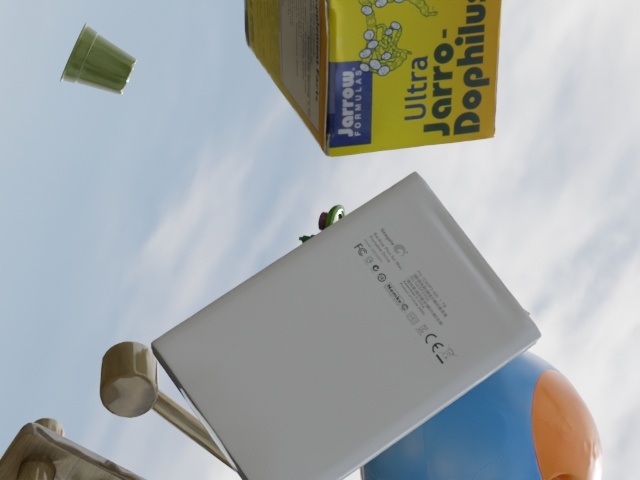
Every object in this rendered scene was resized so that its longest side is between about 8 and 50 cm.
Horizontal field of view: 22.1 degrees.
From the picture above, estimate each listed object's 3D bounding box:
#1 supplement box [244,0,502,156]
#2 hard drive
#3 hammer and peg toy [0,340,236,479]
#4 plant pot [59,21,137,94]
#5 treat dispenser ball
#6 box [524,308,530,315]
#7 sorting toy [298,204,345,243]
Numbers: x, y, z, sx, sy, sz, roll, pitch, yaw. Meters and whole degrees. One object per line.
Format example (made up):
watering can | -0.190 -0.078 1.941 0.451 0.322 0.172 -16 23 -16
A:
supplement box | 0.048 -0.256 1.829 0.356 0.195 0.194 -122 -152 -59
hard drive | 0.026 0.096 1.537 0.307 0.203 0.040 -33 167 -15
hammer and peg toy | -0.218 0.298 1.677 0.361 0.266 0.127 -53 -163 22
plant pot | -0.279 -0.224 2.090 0.083 0.079 0.083 -157 -90 -83
treat dispenser ball | 0.188 0.262 1.945 0.288 0.288 0.288 -163 -90 -71
box | 0.140 0.140 2.384 0.300 0.154 0.142 -18 -141 57
sorting toy | 0.000 0.000 2.153 0.061 0.042 0.102 1 99 -67
